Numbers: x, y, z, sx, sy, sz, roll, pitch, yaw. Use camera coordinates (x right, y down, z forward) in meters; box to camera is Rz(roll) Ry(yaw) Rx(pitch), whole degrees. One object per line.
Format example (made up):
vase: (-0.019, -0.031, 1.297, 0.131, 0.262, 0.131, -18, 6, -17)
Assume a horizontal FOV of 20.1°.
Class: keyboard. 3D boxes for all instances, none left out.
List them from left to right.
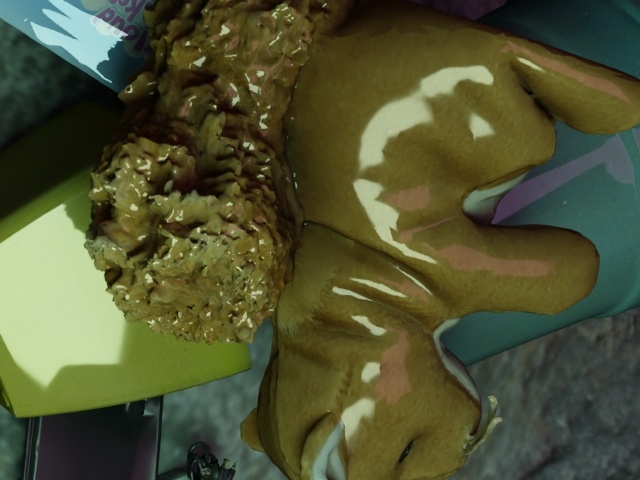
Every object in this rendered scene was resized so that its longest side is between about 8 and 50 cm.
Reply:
keyboard: (-0.171, 0.272, 1.549, 0.201, 0.033, 0.317, 7, 87, -31)

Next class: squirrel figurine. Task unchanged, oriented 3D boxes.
squirrel figurine: (0.000, 0.000, 1.333, 0.397, 0.281, 0.370, 16, 96, -24)

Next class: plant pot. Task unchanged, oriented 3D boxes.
plant pot: (-0.206, 0.027, 1.461, 0.187, 0.212, 0.212, -25, 110, -19)
plant pot: (0.139, -0.035, 1.656, 0.334, 0.341, 0.341, -25, 106, -27)

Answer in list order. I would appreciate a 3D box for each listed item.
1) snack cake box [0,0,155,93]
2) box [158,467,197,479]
snack cake box: (-0.202, -0.203, 1.426, 0.264, 0.152, 0.089, 33, 96, -15)
box: (-0.177, 0.299, 1.587, 0.186, 0.038, 0.145, -19, 103, -35)
